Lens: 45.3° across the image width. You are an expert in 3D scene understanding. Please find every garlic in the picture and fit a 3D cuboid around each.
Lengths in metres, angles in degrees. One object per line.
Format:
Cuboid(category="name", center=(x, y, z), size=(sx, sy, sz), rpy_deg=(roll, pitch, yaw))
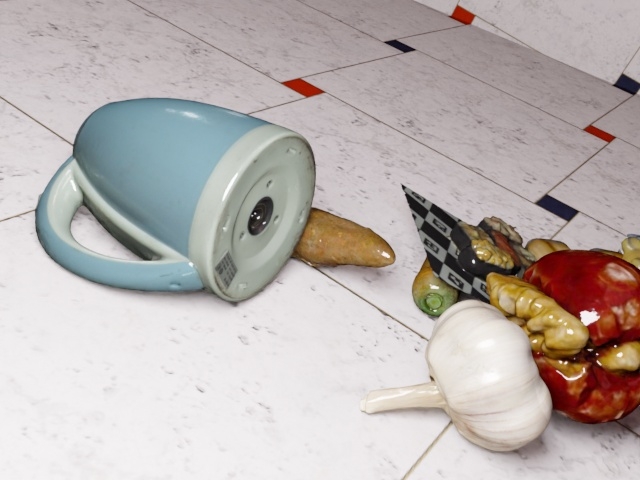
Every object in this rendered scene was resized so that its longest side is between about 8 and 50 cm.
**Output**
Cuboid(category="garlic", center=(0.160, 0.185, 0.963), size=(0.226, 0.199, 0.199), rpy_deg=(-17, 37, -3))

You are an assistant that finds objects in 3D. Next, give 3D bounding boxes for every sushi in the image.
Cuboid(category="sushi", center=(0.281, 0.014, 1.286), size=(0.292, 0.059, 0.294), rpy_deg=(27, 26, -24))

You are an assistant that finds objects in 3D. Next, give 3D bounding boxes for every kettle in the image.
Cuboid(category="kettle", center=(-0.232, -0.067, 1.087), size=(0.342, 0.247, 0.319), rpy_deg=(24, 56, 23))

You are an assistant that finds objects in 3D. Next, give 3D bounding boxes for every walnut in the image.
Cuboid(category="walnut", center=(0.340, 0.117, 1.070), size=(0.244, 0.221, 0.269), rpy_deg=(14, 9, -14))

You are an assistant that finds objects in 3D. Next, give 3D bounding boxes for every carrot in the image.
Cuboid(category="carrot", center=(0.203, 0.034, 1.295), size=(0.078, 0.078, 0.298), rpy_deg=(21, 25, 3))

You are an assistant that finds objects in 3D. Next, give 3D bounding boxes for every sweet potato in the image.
Cuboid(category="sweet potato", center=(-0.026, -0.017, 1.210), size=(0.342, 0.114, 0.092), rpy_deg=(28, 64, 24))

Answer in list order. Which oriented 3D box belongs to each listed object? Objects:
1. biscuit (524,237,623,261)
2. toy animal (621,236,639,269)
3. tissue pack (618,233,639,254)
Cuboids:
Cuboid(category="biscuit", center=(0.507, 0.102, 1.351), size=(0.237, 0.062, 0.290), rpy_deg=(7, 32, -20))
Cuboid(category="toy animal", center=(0.540, 0.119, 1.160), size=(0.281, 0.169, 0.195), rpy_deg=(55, 15, 18))
Cuboid(category="tissue pack", center=(0.697, 0.082, 1.477), size=(0.174, 0.073, 0.235), rpy_deg=(12, 31, -9))
